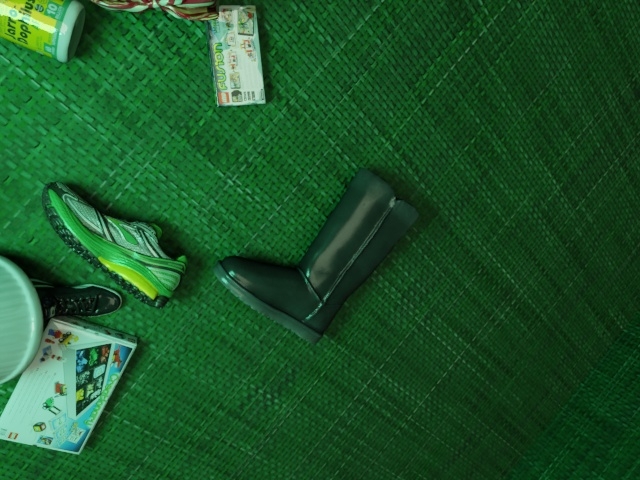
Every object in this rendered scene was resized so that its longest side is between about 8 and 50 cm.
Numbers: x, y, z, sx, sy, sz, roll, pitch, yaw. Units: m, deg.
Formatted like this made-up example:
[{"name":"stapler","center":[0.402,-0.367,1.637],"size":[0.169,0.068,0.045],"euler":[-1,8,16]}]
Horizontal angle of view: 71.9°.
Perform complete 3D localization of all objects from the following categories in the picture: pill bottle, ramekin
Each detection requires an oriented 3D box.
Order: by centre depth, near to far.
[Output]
[{"name":"pill bottle","center":[-0.554,-0.420,0.796],"size":[0.208,0.117,0.117],"euler":[19,97,-25]},{"name":"ramekin","center":[-0.684,0.157,0.828],"size":[0.273,0.127,0.273],"euler":[0,92,12]}]

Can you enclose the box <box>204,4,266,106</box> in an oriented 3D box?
[{"name":"box","center":[-0.191,-0.410,0.988],"size":[0.114,0.036,0.207],"euler":[-10,108,-19]}]

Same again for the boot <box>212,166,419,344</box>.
[{"name":"boot","center":[0.001,0.001,1.114],"size":[0.445,0.146,0.367],"euler":[-50,125,1]}]

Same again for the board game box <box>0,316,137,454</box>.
[{"name":"board game box","center":[-0.588,0.335,1.025],"size":[0.193,0.053,0.305],"euler":[27,93,-25]}]

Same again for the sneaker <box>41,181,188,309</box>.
[{"name":"sneaker","center":[-0.447,-0.004,0.967],"size":[0.343,0.134,0.146],"euler":[45,60,-22]}]

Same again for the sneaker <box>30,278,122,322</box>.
[{"name":"sneaker","center":[-0.549,0.144,0.950],"size":[0.217,0.121,0.079],"euler":[10,101,-24]}]

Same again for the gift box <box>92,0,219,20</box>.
[{"name":"gift box","center":[-0.302,-0.537,0.768],"size":[0.255,0.276,0.258],"euler":[4,103,-6]}]
